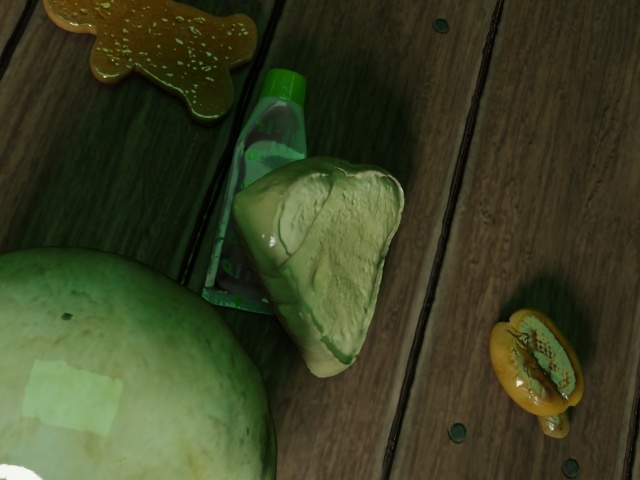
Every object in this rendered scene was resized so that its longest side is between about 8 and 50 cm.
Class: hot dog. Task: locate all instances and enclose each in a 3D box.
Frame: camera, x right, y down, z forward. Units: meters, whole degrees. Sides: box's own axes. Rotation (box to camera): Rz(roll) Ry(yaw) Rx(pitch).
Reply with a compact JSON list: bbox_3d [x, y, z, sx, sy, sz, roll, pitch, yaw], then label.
[{"bbox_3d":[0.240,0.144,0.907,0.089,0.060,0.140,-32,75,-14],"label":"hot dog"}]

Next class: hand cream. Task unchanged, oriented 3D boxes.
[{"bbox_3d":[-0.061,-0.056,0.920,0.079,0.050,0.275,6,76,18],"label":"hand cream"}]

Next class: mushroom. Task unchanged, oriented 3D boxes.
[{"bbox_3d":[-0.203,0.173,0.686,0.352,0.260,0.352,1,113,2],"label":"mushroom"}]

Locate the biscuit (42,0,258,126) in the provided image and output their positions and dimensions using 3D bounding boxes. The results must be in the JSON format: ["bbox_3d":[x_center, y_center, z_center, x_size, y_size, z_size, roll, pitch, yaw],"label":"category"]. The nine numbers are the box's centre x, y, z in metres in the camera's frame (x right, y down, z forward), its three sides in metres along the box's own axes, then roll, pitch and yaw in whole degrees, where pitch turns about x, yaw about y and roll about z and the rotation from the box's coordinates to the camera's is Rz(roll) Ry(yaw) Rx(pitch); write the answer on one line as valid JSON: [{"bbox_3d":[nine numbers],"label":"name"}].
[{"bbox_3d":[-0.199,-0.240,0.950,0.250,0.036,0.165,25,70,-6],"label":"biscuit"}]

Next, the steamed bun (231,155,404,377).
[{"bbox_3d":[-0.017,-0.004,0.850,0.110,0.212,0.231,3,62,35],"label":"steamed bun"}]
